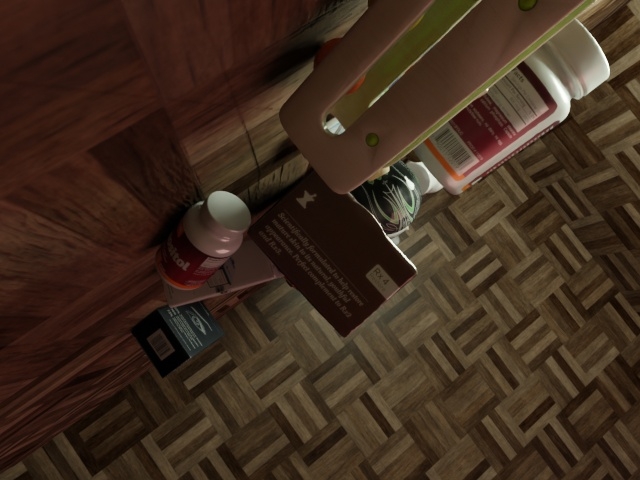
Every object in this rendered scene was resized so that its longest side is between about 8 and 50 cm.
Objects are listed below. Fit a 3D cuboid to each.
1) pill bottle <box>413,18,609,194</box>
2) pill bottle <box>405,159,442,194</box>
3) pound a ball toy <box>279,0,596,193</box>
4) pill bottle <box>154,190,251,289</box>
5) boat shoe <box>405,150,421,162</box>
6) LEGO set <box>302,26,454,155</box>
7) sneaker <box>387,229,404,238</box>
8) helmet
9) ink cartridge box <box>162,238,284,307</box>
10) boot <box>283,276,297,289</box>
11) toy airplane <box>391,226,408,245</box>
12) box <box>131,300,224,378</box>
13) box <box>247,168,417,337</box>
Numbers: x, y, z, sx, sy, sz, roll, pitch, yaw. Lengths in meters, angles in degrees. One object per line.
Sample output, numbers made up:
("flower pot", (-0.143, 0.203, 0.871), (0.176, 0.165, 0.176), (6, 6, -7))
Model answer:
("pill bottle", (0.406, -0.306, 0.972), (0.392, 0.224, 0.224), (-38, 176, 24))
("pill bottle", (0.478, -0.312, 1.776), (0.333, 0.188, 0.188), (-34, 175, -39))
("pound a ball toy", (0.095, -0.179, 0.418), (0.319, 0.136, 0.208), (-37, 180, 35))
("pill bottle", (-0.164, 0.000, 0.594), (0.152, 0.086, 0.086), (-41, 174, 36))
("boat shoe", (0.399, -0.351, 1.243), (0.340, 0.122, 0.110), (-27, -175, 27))
("LEGO set", (0.084, -0.205, 0.589), (0.182, 0.060, 0.244), (-39, 177, -27))
("sneaker", (0.090, -0.003, 1.130), (0.281, 0.102, 0.161), (-14, 153, 0))
("helmet", (0.131, -0.093, 0.888), (0.169, 0.162, 0.169), (-34, 175, -4))
("ink cartridge box", (-0.175, 0.058, 0.791), (0.190, 0.082, 0.139), (-18, 176, 1))
("boot", (-0.108, 0.074, 1.296), (0.088, 0.176, 0.244), (-35, 175, 0))
("toy airplane", (0.131, -0.001, 1.764), (0.383, 0.273, 0.386), (-16, -175, -14))
("box", (-0.384, 0.255, 1.171), (0.108, 0.153, 0.207), (-37, 175, 12))
("box", (0.000, 0.000, 0.709), (0.143, 0.191, 0.381), (-42, -173, -2))
